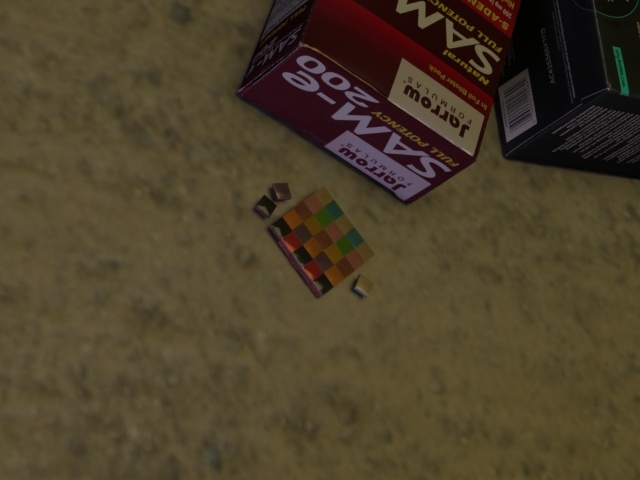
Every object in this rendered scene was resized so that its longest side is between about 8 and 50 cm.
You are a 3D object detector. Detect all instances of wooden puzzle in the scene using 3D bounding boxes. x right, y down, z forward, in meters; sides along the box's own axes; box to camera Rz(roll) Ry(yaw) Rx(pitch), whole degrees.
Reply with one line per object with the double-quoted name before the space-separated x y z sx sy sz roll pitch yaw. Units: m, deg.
"wooden puzzle" 0.000 0.000 0.949 0.049 0.006 0.083 -37 92 -40

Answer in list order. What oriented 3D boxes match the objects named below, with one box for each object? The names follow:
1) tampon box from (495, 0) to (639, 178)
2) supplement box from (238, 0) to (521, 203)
"tampon box" 0.202 -0.115 1.083 0.161 0.101 0.120 8 65 -33
"supplement box" 0.052 -0.157 1.018 0.130 0.073 0.239 31 55 -20
